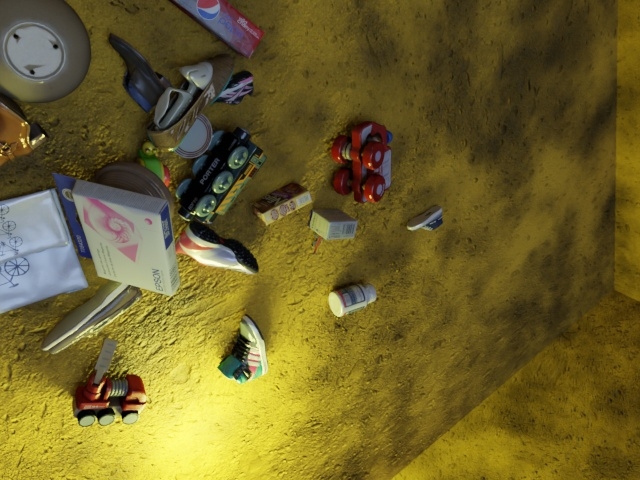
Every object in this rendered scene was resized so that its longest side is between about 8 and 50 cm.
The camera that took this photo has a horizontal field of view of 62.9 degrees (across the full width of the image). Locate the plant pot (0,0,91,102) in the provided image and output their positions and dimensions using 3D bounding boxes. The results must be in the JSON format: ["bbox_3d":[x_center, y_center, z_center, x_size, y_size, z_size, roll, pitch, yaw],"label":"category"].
[{"bbox_3d":[-0.682,-0.454,1.237,0.284,0.191,0.284,-15,120,-27],"label":"plant pot"}]

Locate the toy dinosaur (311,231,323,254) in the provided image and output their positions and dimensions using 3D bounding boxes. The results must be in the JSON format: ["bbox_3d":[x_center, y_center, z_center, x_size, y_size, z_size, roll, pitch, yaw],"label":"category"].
[{"bbox_3d":[0.000,0.000,1.982,0.047,0.090,0.082,6,153,-25],"label":"toy dinosaur"}]

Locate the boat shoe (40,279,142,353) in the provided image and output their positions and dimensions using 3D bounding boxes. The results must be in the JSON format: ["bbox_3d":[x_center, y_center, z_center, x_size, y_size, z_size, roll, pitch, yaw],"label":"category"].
[{"bbox_3d":[-0.703,0.240,1.617,0.324,0.116,0.097,-43,126,-15],"label":"boat shoe"}]

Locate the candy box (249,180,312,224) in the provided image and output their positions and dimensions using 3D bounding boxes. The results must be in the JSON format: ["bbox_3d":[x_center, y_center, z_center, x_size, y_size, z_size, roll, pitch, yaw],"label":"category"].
[{"bbox_3d":[-0.136,-0.131,1.803,0.186,0.109,0.053,-30,126,-18],"label":"candy box"}]

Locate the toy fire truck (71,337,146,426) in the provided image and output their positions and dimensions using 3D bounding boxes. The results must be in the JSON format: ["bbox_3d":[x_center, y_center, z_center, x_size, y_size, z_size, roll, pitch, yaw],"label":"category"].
[{"bbox_3d":[-0.684,0.469,1.737,0.217,0.158,0.246,12,116,-36],"label":"toy fire truck"}]

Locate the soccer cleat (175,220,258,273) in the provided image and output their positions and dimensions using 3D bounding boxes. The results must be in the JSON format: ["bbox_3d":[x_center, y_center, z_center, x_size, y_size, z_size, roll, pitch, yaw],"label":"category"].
[{"bbox_3d":[-0.347,0.048,1.773,0.116,0.109,0.318,-42,134,18],"label":"soccer cleat"}]

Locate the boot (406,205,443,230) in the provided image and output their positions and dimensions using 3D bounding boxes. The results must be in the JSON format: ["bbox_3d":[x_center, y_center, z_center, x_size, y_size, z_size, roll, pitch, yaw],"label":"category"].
[{"bbox_3d":[0.454,-0.070,2.242,0.190,0.069,0.086,-29,123,-20],"label":"boot"}]

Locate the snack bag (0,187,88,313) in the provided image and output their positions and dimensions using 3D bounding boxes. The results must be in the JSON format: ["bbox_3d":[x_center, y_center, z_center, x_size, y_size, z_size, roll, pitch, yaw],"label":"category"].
[{"bbox_3d":[-0.863,0.049,1.466,0.323,0.037,0.343,-19,122,-25],"label":"snack bag"}]

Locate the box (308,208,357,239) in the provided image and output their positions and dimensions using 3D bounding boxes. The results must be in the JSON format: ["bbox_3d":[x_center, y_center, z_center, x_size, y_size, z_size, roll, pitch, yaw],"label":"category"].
[{"bbox_3d":[0.045,-0.062,1.936,0.126,0.137,0.072,-3,115,-32],"label":"box"}]

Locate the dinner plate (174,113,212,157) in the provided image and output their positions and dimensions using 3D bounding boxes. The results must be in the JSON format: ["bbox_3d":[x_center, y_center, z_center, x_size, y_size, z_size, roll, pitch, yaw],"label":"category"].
[{"bbox_3d":[-0.386,-0.315,1.557,0.141,0.141,0.017,-59,172,5],"label":"dinner plate"}]

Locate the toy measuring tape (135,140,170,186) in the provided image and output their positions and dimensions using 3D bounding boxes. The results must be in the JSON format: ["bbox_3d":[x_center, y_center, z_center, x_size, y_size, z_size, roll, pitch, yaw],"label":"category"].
[{"bbox_3d":[-0.513,-0.129,1.557,0.121,0.121,0.330,-3,114,-32],"label":"toy measuring tape"}]

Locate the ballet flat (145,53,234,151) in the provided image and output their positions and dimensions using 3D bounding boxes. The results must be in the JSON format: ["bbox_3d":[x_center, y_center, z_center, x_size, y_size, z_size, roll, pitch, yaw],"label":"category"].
[{"bbox_3d":[-0.377,-0.411,1.479,0.342,0.116,0.124,-51,151,0],"label":"ballet flat"}]

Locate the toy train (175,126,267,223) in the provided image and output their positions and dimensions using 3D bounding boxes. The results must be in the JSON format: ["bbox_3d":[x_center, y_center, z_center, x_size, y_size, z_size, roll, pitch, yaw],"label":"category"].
[{"bbox_3d":[-0.307,-0.194,1.630,0.334,0.142,0.190,-55,158,5],"label":"toy train"}]

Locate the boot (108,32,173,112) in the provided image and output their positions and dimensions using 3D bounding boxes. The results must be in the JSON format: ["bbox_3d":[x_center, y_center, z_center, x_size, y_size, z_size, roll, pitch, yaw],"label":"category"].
[{"bbox_3d":[-0.508,-0.450,1.422,0.106,0.082,0.219,-51,131,-5],"label":"boot"}]

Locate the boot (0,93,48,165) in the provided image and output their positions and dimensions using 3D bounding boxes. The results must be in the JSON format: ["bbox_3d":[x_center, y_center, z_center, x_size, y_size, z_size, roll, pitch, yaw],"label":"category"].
[{"bbox_3d":[-0.791,-0.264,1.295,0.152,0.073,0.197,-33,157,-7],"label":"boot"}]

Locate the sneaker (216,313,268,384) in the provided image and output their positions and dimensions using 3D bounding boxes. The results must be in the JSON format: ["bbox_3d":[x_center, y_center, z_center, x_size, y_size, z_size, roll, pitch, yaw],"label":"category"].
[{"bbox_3d":[-0.307,0.429,1.967,0.178,0.124,0.295,-28,127,-31],"label":"sneaker"}]

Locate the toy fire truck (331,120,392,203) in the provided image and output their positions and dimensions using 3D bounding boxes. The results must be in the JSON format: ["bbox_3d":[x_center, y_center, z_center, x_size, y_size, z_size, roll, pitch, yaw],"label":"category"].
[{"bbox_3d":[0.182,-0.293,1.919,0.254,0.169,0.302,-37,132,-44],"label":"toy fire truck"}]

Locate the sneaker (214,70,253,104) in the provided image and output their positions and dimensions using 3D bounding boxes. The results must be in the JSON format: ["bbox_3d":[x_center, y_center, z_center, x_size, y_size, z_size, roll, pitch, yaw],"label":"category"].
[{"bbox_3d":[-0.276,-0.441,1.588,0.178,0.072,0.077,-26,136,-13],"label":"sneaker"}]

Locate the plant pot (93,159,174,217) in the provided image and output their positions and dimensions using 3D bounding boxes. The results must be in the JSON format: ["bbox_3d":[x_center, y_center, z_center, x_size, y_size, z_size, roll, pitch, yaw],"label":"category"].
[{"bbox_3d":[-0.543,-0.096,1.471,0.237,0.110,0.237,8,130,9],"label":"plant pot"}]

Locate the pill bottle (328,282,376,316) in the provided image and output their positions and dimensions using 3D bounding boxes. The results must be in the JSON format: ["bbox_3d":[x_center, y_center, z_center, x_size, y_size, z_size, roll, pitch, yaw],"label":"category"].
[{"bbox_3d":[0.135,0.239,2.163,0.180,0.108,0.108,-14,120,-27],"label":"pill bottle"}]

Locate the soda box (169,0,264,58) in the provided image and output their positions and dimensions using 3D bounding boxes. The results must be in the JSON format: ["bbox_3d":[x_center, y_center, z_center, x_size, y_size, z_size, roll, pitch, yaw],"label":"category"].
[{"bbox_3d":[-0.291,-0.631,1.472,0.263,0.083,0.092,29,96,-40],"label":"soda box"}]

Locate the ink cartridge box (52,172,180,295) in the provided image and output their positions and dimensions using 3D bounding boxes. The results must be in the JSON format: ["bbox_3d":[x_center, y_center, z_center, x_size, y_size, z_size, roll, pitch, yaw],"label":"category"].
[{"bbox_3d":[-0.560,-0.007,1.429,0.330,0.071,0.324,12,135,6],"label":"ink cartridge box"}]
